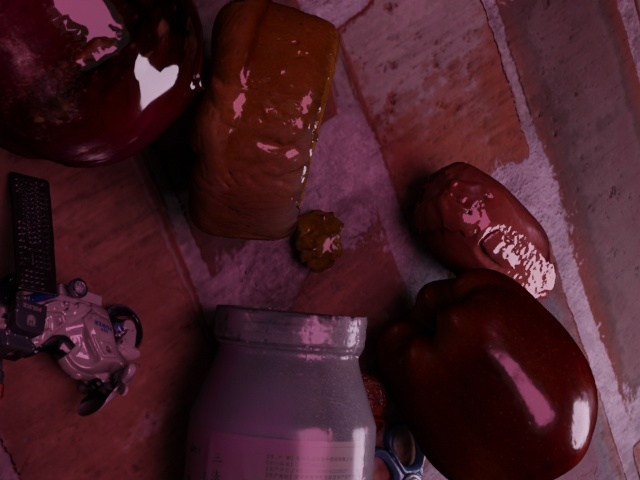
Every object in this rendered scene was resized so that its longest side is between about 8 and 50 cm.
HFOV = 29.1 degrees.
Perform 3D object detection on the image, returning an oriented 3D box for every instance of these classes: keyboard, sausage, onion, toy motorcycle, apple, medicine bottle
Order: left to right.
[{"bbox_3d":[-0.318,-0.202,1.305,0.385,0.348,0.348,-36,119,6],"label":"onion"},{"bbox_3d":[-0.329,-0.008,1.413,0.053,0.010,0.155,14,53,-40],"label":"keyboard"},{"bbox_3d":[-0.297,0.124,1.442,0.221,0.102,0.150,23,57,-41],"label":"toy motorcycle"},{"bbox_3d":[-0.046,0.230,1.557,0.245,0.245,0.290,8,85,-39],"label":"medicine bottle"},{"bbox_3d":[0.247,-0.005,1.843,0.280,0.152,0.152,40,68,-36],"label":"sausage"},{"bbox_3d":[0.241,0.208,1.767,0.288,0.288,0.317,-45,106,-29],"label":"apple"}]

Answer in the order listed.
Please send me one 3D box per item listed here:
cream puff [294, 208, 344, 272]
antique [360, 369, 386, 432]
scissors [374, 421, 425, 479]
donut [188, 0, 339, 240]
[{"bbox_3d":[0.000,0.000,1.700,0.083,0.058,0.083,46,66,-29],"label":"cream puff"},{"bbox_3d":[0.044,0.226,1.722,0.104,0.104,0.104,-2,93,-39],"label":"antique"},{"bbox_3d":[0.147,0.397,1.856,0.125,0.030,0.256,-42,113,-30],"label":"scissors"},{"bbox_3d":[-0.074,-0.143,1.481,0.150,0.317,0.299,14,97,-2],"label":"donut"}]
